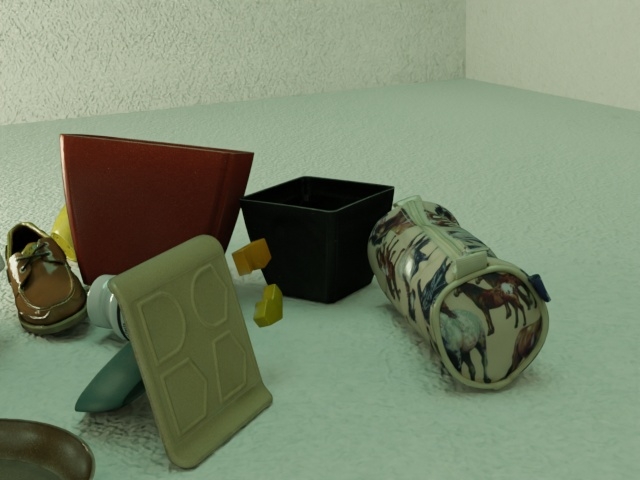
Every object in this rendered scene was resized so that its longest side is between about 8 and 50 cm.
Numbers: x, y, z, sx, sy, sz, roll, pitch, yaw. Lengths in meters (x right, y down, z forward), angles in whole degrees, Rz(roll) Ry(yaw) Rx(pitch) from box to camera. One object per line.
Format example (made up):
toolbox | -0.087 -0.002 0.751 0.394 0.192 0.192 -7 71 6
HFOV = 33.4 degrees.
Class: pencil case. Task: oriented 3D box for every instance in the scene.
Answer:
pencil case | 0.182 0.053 1.508 0.160 0.183 0.410 -5 15 -9

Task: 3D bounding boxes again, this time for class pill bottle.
pill bottle | -0.236 0.098 1.540 0.194 0.108 0.108 6 18 25

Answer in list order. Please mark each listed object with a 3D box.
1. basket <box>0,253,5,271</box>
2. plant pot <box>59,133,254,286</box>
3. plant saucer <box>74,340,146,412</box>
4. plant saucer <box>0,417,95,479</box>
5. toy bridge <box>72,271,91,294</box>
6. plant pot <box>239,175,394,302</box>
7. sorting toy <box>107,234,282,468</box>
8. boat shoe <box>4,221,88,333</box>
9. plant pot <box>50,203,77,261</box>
basket | -0.658 0.025 1.420 0.331 0.266 0.328 -18 16 8
plant pot | -0.266 -0.041 1.721 0.267 0.235 0.267 7 5 3
plant saucer | -0.217 0.154 1.311 0.037 0.195 0.195 45 30 8
plant saucer | -0.384 0.267 1.079 0.311 0.050 0.310 -1 16 0
toy bridge | -0.374 0.084 1.756 0.188 0.026 0.063 9 20 31
plant pot | 0.000 0.000 1.744 0.188 0.167 0.187 8 19 34
sorting toy | -0.132 0.112 1.294 0.041 0.229 0.307 -16 8 29
boat shoe | -0.448 0.054 1.679 0.111 0.104 0.307 -26 25 -19
plant pot | -0.440 -0.016 1.969 0.134 0.134 0.095 14 47 45
